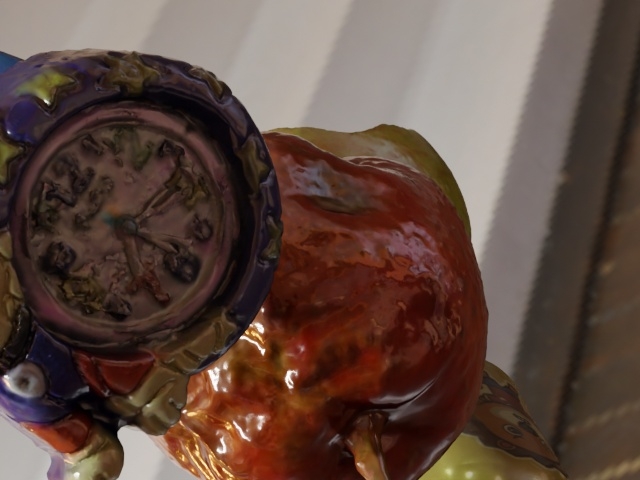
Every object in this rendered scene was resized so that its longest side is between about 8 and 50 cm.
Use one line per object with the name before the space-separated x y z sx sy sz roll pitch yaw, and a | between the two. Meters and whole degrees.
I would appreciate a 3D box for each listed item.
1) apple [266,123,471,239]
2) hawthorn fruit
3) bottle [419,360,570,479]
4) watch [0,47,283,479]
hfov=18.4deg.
apple | 0.000 0.000 1.595 0.226 0.246 0.246 -20 16 -19
hawthorn fruit | 0.002 0.062 1.023 0.207 0.207 0.243 -40 42 7
bottle | 0.146 0.246 1.686 0.171 0.171 0.351 -41 28 6
watch | -0.124 -0.008 0.835 0.171 0.196 0.200 -56 21 -8
